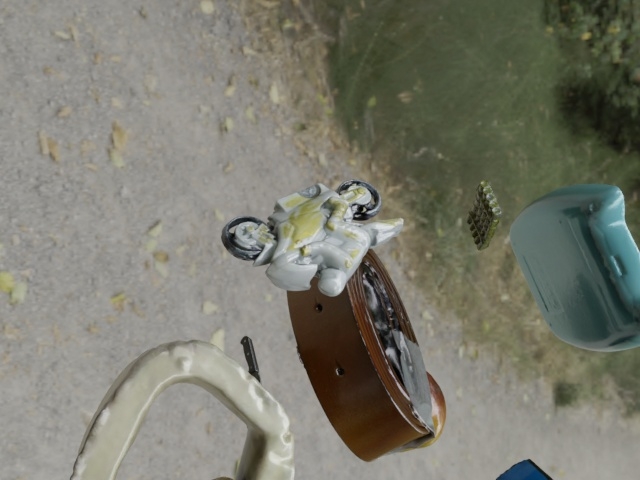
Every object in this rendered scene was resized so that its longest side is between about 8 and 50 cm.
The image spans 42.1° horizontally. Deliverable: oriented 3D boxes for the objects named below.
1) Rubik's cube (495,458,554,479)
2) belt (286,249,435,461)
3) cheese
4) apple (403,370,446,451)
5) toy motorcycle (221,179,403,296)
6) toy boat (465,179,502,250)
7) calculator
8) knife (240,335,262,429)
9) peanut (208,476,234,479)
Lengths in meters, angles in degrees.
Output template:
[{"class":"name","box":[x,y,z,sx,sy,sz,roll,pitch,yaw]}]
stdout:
[{"class":"Rubik's cube","box":[0.386,0.550,1.550,0.183,0.167,0.180,-27,119,-14]},{"class":"belt","box":[0.061,0.165,1.284,0.217,0.122,0.338,16,51,-61]},{"class":"cheese","box":[-0.182,0.307,1.148,0.153,0.292,0.332,164,-55,-77]},{"class":"apple","box":[0.170,0.333,1.707,0.195,0.160,0.173,52,4,-23]},{"class":"toy motorcycle","box":[0.000,0.000,1.015,0.229,0.151,0.074,-18,149,-29]},{"class":"toy boat","box":[0.238,-0.035,1.219,0.115,0.016,0.063,91,-17,-63]},{"class":"calculator","box":[0.385,0.050,1.257,0.386,0.054,0.256,125,-59,-82]},{"class":"knife","box":[-0.165,0.344,1.939,0.019,0.072,0.245,28,41,-55]},{"class":"peanut","box":[-0.270,0.598,1.812,0.108,0.226,0.095,48,4,-4]}]
